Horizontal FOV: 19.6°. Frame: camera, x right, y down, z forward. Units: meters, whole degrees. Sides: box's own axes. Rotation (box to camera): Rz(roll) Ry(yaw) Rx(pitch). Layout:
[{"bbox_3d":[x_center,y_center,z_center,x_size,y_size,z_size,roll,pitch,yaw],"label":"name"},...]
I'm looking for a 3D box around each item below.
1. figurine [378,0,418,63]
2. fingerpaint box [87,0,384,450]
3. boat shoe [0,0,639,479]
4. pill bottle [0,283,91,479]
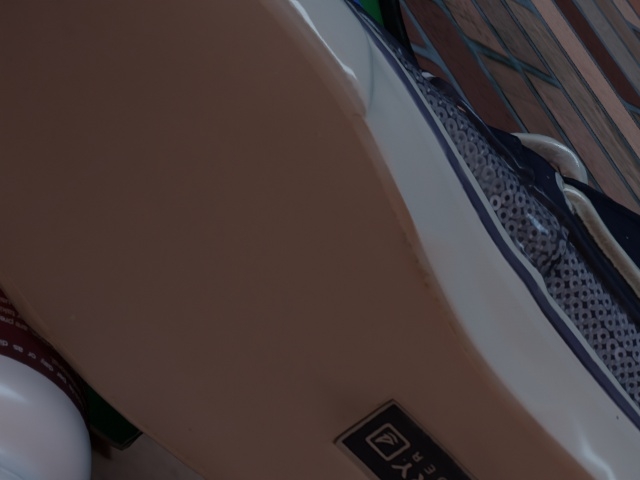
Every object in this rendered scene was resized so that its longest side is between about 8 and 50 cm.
[{"bbox_3d":[0.033,-0.068,1.037,0.209,0.092,0.215,50,20,-15],"label":"figurine"},{"bbox_3d":[-0.177,-0.197,0.687,0.445,0.163,0.371,41,22,-26],"label":"fingerpaint box"},{"bbox_3d":[0.023,0.005,0.552,0.340,0.127,0.158,52,27,-16],"label":"boat shoe"},{"bbox_3d":[-0.109,0.043,0.527,0.086,0.086,0.152,38,23,-32],"label":"pill bottle"}]
